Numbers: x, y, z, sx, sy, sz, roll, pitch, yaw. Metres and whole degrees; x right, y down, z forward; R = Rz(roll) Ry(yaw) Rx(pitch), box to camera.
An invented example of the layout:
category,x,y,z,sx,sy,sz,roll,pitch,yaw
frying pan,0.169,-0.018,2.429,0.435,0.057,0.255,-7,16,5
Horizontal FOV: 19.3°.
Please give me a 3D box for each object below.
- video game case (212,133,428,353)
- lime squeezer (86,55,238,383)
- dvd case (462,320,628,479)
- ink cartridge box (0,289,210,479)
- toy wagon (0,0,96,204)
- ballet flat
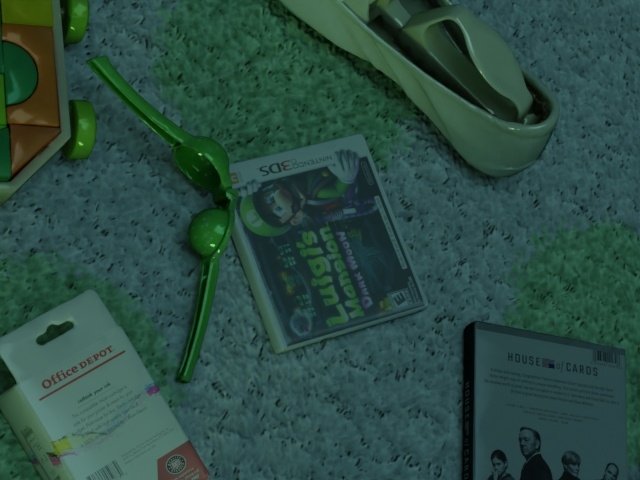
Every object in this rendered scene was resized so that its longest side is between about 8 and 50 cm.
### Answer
category,x,y,z,sx,sy,sz,roll,pitch,yaw
video game case,0.000,0.000,1.829,0.173,0.022,0.190,-15,79,-29
lime squeezer,-0.122,-0.030,1.745,0.110,0.059,0.310,-15,91,-49
dvd case,0.224,0.208,1.857,0.179,0.029,0.238,12,66,-22
ink cartridge box,-0.201,0.156,1.647,0.115,0.067,0.198,-29,87,-32
toy wagon,-0.333,-0.126,1.686,0.267,0.068,0.344,2,71,-25
ballet flat,0.090,-0.229,1.895,0.400,0.139,0.139,43,59,-6
